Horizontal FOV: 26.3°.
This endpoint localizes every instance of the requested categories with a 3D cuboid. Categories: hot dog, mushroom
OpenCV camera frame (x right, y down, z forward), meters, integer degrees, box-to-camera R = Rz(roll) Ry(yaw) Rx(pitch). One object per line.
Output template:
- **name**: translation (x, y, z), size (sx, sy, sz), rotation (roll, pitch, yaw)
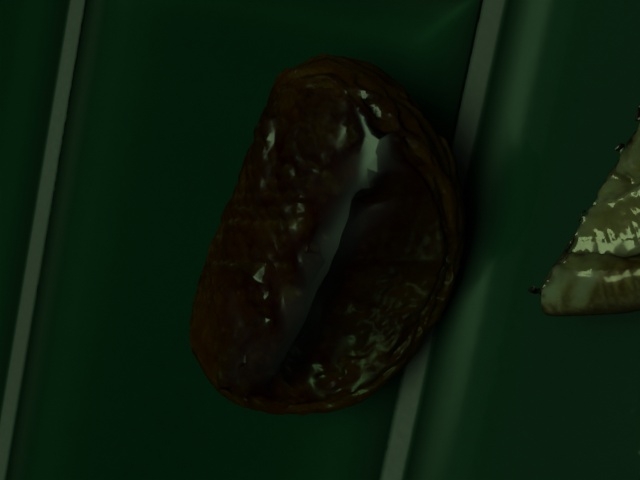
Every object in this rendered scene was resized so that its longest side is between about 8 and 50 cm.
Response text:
- **hot dog**: translation (0.000, 0.001, 0.837), size (0.160, 0.099, 0.227), rotation (39, 112, 26)
- **mushroom**: translation (0.199, -0.033, 0.725), size (0.094, 0.072, 0.210), rotation (38, 114, 28)
